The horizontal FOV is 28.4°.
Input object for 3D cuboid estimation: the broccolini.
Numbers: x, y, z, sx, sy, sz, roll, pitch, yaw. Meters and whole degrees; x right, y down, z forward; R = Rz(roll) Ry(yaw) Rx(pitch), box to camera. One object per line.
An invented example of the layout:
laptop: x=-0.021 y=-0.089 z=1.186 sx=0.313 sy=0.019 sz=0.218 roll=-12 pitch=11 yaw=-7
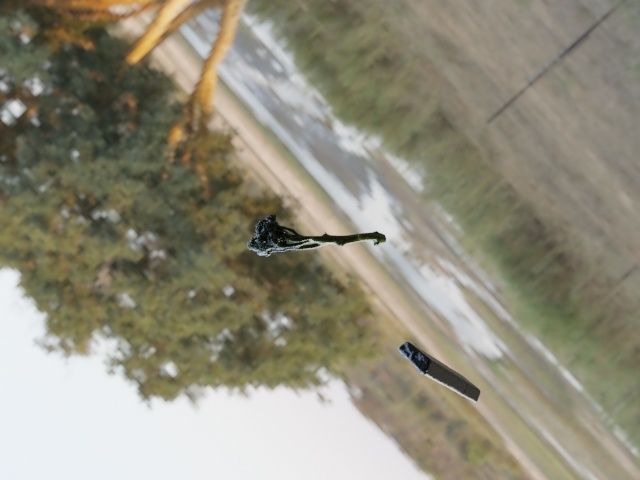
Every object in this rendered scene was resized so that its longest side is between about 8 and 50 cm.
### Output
broccolini: x=0.001 y=0.002 z=1.659 sx=0.194 sy=0.054 sz=0.052 roll=4 pitch=-166 yaw=-20

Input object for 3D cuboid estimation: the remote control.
remote control: x=0.180 y=0.197 z=1.882 sx=0.063 sy=0.025 sz=0.245 roll=39 pitch=-178 yaw=29
